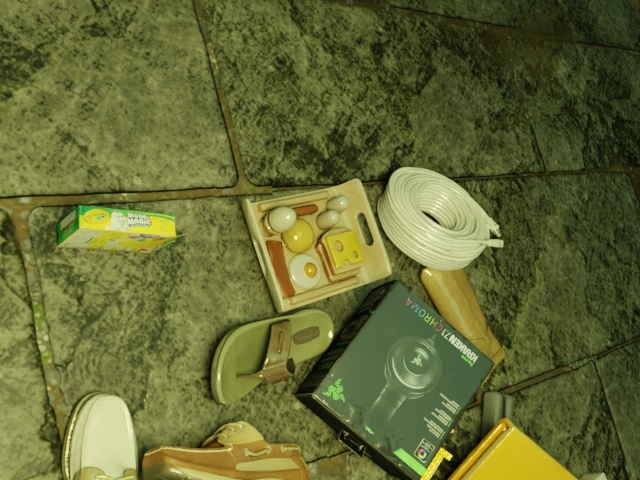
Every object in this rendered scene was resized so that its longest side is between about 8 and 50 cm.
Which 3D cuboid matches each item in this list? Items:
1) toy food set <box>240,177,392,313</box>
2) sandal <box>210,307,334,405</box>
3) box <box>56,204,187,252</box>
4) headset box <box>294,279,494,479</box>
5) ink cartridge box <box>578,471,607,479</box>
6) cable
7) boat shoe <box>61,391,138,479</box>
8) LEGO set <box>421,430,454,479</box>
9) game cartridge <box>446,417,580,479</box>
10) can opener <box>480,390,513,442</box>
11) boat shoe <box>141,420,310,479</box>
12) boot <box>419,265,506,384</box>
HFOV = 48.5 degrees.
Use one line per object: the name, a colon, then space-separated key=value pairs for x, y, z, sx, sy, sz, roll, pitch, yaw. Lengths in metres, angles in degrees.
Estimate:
toy food set: x=0.000 y=0.000 z=1.390 sx=0.306 sy=0.092 sz=0.219 roll=-14 pitch=82 yaw=-41
sandal: x=-0.071 y=0.190 z=1.241 sx=0.303 sy=0.086 sz=0.120 roll=-22 pitch=110 yaw=-44
box: x=-0.313 y=-0.015 z=1.132 sx=0.179 sy=0.105 sz=0.043 roll=8 pitch=69 yaw=-38
headset box: x=0.128 y=0.261 z=1.294 sx=0.246 sy=0.131 sz=0.283 roll=41 pitch=70 yaw=-4
ink cartridge box: x=0.581 y=0.677 z=1.623 sx=0.333 sy=0.065 sz=0.165 roll=-15 pitch=83 yaw=-43
cable: x=0.249 y=-0.050 z=1.571 sx=0.257 sy=0.089 sz=0.257 roll=-8 pitch=56 yaw=-37
boat shoe: x=-0.297 y=0.362 z=0.999 sx=0.113 sy=0.103 sz=0.302 roll=8 pitch=68 yaw=-37
LEGO set: x=0.189 y=0.403 z=1.410 sx=0.132 sy=0.107 sz=0.286 roll=1 pitch=74 yaw=-3
game cartridge: x=0.382 y=0.548 z=1.416 sx=0.324 sy=0.053 sz=0.285 roll=41 pitch=91 yaw=-21
can opener: x=0.396 y=0.469 z=1.528 sx=0.076 sy=0.095 sz=0.283 roll=21 pitch=68 yaw=-33
boat shoe: x=-0.140 y=0.353 z=1.122 sx=0.324 sy=0.123 sz=0.119 roll=30 pitch=45 yaw=-44
boot: x=0.288 y=0.179 z=1.566 sx=0.236 sy=0.089 sz=0.269 roll=-29 pitch=92 yaw=-53
